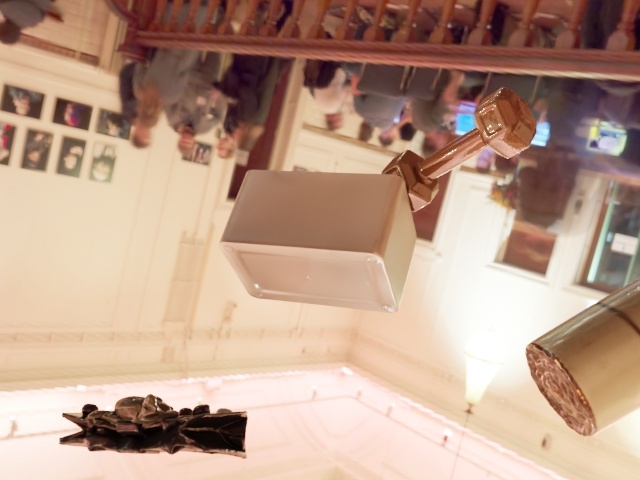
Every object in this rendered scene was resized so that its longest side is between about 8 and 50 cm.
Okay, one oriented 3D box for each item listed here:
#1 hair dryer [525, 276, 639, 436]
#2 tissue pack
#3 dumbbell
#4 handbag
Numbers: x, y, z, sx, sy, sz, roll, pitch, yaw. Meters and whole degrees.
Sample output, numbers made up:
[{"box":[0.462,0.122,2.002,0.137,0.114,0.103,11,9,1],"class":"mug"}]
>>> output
[{"box":[0.405,0.190,0.694,0.203,0.128,0.362,-28,-141,-7],"class":"hair dryer"},{"box":[0.000,0.001,0.971,0.246,0.136,0.159,5,145,20],"class":"tissue pack"},{"box":[0.192,-0.124,0.940,0.082,0.092,0.231,-7,161,-48],"class":"dumbbell"},{"box":[-0.329,0.372,1.321,0.325,0.118,0.269,-5,161,16],"class":"handbag"}]
